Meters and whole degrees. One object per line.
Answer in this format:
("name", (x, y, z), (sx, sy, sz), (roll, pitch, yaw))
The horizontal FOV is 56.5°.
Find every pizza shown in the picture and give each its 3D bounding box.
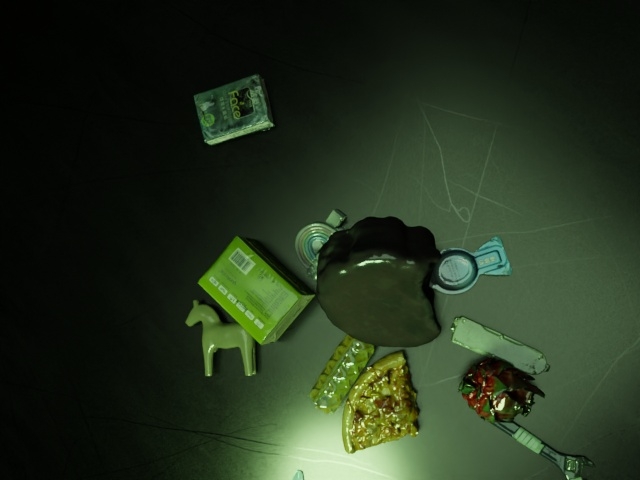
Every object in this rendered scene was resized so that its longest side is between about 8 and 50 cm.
("pizza", (0.188, 0.485, 1.721), (0.226, 0.086, 0.335), (30, 90, 16))

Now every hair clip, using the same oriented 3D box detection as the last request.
("hair clip", (0.000, 0.000, 1.844), (0.140, 0.054, 0.220), (39, 97, 8))

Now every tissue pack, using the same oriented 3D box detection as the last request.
("tissue pack", (-0.282, -0.424, 1.944), (0.235, 0.073, 0.173), (-14, 82, 12))
("tissue pack", (-0.192, 0.149, 1.808), (0.275, 0.167, 0.200), (41, 96, 13))

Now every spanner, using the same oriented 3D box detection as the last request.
("spanner", (0.604, 0.564, 1.644), (0.316, 0.024, 0.087), (33, 90, 16))

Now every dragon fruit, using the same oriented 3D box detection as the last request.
("dragon fruit", (0.480, 0.410, 1.616), (0.182, 0.182, 0.188), (-46, 70, 5))

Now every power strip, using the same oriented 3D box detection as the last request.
("power strip", (0.505, 0.300, 1.683), (0.286, 0.048, 0.080), (22, 91, 15))

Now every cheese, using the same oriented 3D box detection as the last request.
("cheese", (0.420, 0.077, 1.728), (0.245, 0.052, 0.135), (-19, 82, 10))

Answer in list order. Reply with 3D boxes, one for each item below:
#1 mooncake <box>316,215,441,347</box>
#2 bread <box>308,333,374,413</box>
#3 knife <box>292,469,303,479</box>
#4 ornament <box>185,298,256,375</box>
("mooncake", (0.163, 0.111, 1.631), (0.351, 0.381, 0.212), (4, 43, 1))
("bread", (0.067, 0.381, 1.759), (0.087, 0.098, 0.269), (31, 92, -27))
("knife", (-0.058, 0.857, 1.763), (0.080, 0.044, 0.331), (-17, 74, 18))
("ornament", (-0.316, 0.302, 1.873), (0.230, 0.061, 0.245), (-6, 83, 15))
